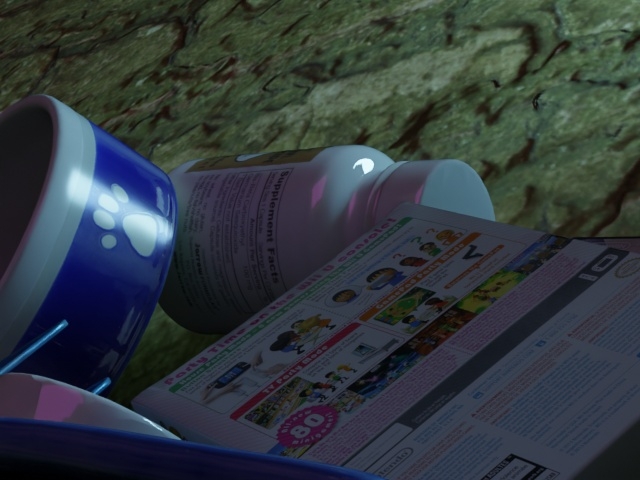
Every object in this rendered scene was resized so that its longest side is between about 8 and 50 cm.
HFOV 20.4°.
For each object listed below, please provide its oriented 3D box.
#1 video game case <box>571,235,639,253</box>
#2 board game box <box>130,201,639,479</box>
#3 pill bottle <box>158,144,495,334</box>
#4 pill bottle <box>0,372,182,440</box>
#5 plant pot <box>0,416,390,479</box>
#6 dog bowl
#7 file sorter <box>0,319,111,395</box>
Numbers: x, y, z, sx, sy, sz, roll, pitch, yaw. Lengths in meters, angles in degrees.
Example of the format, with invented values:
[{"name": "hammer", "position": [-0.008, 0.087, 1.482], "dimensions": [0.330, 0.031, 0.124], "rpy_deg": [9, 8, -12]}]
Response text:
[{"name": "video game case", "position": [0.206, 0.076, 1.031], "dimensions": [0.275, 0.035, 0.248], "rpy_deg": [1, 33, 41]}, {"name": "board game box", "position": [0.073, 0.094, 0.952], "dimensions": [0.224, 0.097, 0.303], "rpy_deg": [-35, 29, -24]}, {"name": "pill bottle", "position": [0.000, 0.000, 1.246], "dimensions": [0.229, 0.131, 0.131], "rpy_deg": [-3, 31, 37]}, {"name": "pill bottle", "position": [-0.153, 0.205, 0.811], "dimensions": [0.152, 0.152, 0.272], "rpy_deg": [3, 62, 44]}, {"name": "plant pot", "position": [-0.026, 0.209, 0.675], "dimensions": [0.236, 0.212, 0.236], "rpy_deg": [0, 72, 42]}, {"name": "dog bowl", "position": [-0.217, 0.037, 1.246], "dimensions": [0.265, 0.104, 0.265], "rpy_deg": [-41, 31, 31]}, {"name": "file sorter", "position": [-0.147, 0.147, 0.981], "dimensions": [0.118, 0.170, 0.104], "rpy_deg": [-32, 6, 40]}]
